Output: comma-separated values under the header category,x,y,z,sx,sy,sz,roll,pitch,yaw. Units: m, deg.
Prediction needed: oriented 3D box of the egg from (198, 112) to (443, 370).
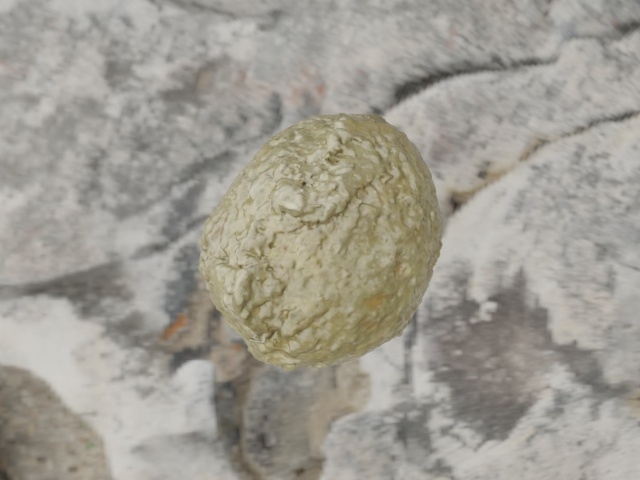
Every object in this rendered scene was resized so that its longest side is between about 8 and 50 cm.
category,x,y,z,sx,sy,sz,roll,pitch,yaw
egg,0.000,0.000,0.752,0.116,0.118,0.140,4,50,29
